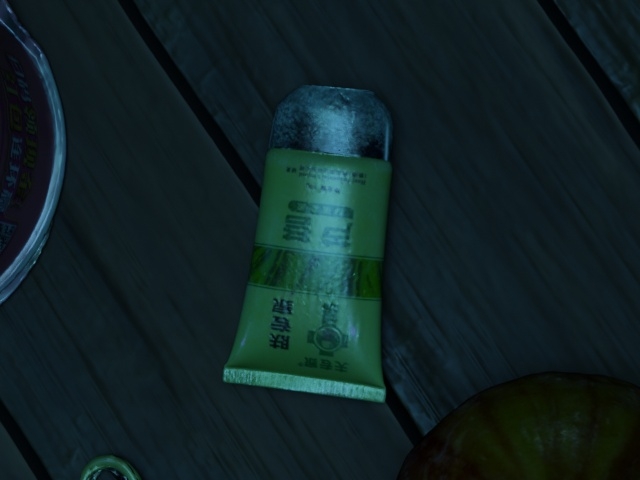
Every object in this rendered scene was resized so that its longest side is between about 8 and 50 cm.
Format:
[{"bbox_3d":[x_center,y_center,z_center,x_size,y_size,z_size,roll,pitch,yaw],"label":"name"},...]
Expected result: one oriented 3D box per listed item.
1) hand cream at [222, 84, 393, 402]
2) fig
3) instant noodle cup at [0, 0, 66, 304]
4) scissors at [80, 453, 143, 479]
[{"bbox_3d":[0.000,0.000,1.017,0.095,0.046,0.175,7,88,7],"label":"hand cream"},{"bbox_3d":[0.117,0.150,0.905,0.175,0.207,0.175,0,91,4],"label":"fig"},{"bbox_3d":[-0.279,-0.062,0.966,0.244,0.255,0.244,-1,84,7],"label":"instant noodle cup"},{"bbox_3d":[-0.120,0.229,1.032,0.133,0.020,0.187,-37,79,8],"label":"scissors"}]
